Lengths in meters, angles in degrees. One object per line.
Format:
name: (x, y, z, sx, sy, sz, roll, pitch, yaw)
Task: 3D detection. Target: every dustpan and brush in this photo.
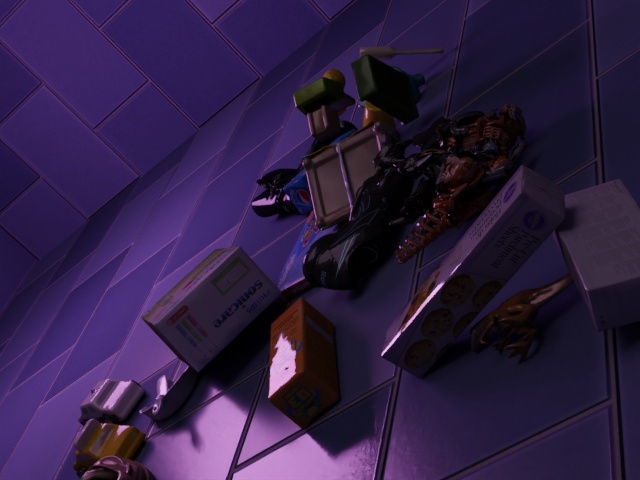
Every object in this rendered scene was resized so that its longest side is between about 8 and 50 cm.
dustpan and brush: (-0.286, 0.289, 1.984, 0.147, 0.060, 0.211, -43, 18, 5)

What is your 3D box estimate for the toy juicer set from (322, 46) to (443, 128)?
toy juicer set: (0.114, -0.329, 2.314, 0.209, 0.090, 0.329, 13, 41, 24)

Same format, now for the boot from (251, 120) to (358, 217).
boot: (-0.040, -0.156, 2.361, 0.246, 0.094, 0.207, -57, 24, -15)

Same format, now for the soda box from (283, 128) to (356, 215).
soda box: (0.018, -0.141, 2.183, 0.067, 0.071, 0.210, -26, 15, 46)

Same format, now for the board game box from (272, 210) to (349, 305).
board game box: (0.000, 0.000, 2.045, 0.145, 0.027, 0.281, -29, 24, 38)

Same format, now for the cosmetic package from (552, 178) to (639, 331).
cosmetic package: (0.328, 0.012, 1.213, 0.098, 0.060, 0.239, -18, 24, 9)

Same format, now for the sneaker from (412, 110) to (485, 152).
sneaker: (0.231, -0.199, 1.935, 0.170, 0.051, 0.089, -37, 24, 34)

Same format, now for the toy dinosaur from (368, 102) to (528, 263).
toy dinosaur: (0.197, -0.100, 1.664, 0.218, 0.164, 0.322, 2, 25, 45)

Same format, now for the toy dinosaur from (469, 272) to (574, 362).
toy dinosaur: (0.247, 0.077, 1.282, 0.211, 0.064, 0.112, -33, 20, 32)

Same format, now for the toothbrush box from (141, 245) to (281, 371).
toothbrush box: (-0.210, 0.122, 2.001, 0.206, 0.122, 0.283, -43, 10, -11)

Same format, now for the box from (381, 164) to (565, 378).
box: (0.183, 0.047, 1.332, 0.324, 0.067, 0.063, -54, 12, 37)

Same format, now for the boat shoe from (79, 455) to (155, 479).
boat shoe: (-0.345, 0.411, 1.768, 0.122, 0.110, 0.341, -49, 19, -12)

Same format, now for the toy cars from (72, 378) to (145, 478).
toy cars: (-0.433, 0.356, 2.117, 0.176, 0.087, 0.394, -43, 18, 4)

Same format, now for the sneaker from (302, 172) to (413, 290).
sneaker: (0.088, -0.013, 1.819, 0.106, 0.101, 0.267, 18, 61, 45)

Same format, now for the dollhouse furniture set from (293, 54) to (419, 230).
dollhouse furniture set: (0.084, -0.170, 2.057, 0.197, 0.151, 0.302, -25, 64, 29)

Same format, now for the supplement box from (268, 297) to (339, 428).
supplement box: (-0.027, 0.182, 1.631, 0.078, 0.080, 0.233, -42, 20, 15)
